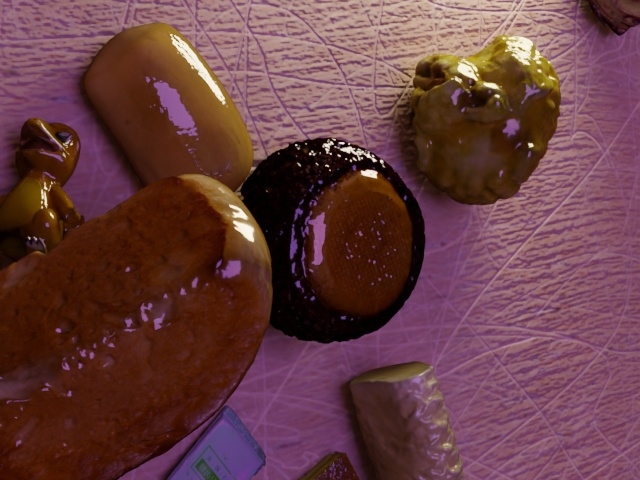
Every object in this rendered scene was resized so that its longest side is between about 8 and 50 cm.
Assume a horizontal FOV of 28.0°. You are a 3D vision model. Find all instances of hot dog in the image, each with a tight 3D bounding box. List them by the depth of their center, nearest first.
[{"bbox_3d":[-0.220,0.121,1.243,0.405,0.185,0.223,-30,136,-9],"label":"hot dog"}]

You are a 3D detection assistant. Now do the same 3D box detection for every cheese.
[{"bbox_3d":[0.106,0.237,1.566,0.093,0.123,0.167,-21,99,-33],"label":"cheese"}]

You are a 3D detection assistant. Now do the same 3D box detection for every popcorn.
[{"bbox_3d":[0.208,-0.167,1.684,0.203,0.226,0.200,27,23,7],"label":"popcorn"}]

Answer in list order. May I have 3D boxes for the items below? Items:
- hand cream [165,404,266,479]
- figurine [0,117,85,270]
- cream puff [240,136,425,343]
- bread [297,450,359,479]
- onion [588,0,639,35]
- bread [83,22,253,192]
[{"bbox_3d":[-0.155,0.306,1.410,0.275,0.050,0.079,-49,140,-36],"label":"hand cream"},{"bbox_3d":[-0.283,-0.038,1.332,0.122,0.121,0.176,51,42,-55],"label":"figurine"},{"bbox_3d":[0.000,0.000,1.486,0.239,0.164,0.239,0,91,-40],"label":"cream puff"},{"bbox_3d":[0.014,0.316,1.539,0.090,0.035,0.094,-35,105,-36],"label":"bread"},{"bbox_3d":[0.487,-0.451,1.900,0.207,0.216,0.206,51,54,-12],"label":"onion"},{"bbox_3d":[-0.159,-0.139,1.428,0.147,0.098,0.217,-49,114,-35],"label":"bread"}]
